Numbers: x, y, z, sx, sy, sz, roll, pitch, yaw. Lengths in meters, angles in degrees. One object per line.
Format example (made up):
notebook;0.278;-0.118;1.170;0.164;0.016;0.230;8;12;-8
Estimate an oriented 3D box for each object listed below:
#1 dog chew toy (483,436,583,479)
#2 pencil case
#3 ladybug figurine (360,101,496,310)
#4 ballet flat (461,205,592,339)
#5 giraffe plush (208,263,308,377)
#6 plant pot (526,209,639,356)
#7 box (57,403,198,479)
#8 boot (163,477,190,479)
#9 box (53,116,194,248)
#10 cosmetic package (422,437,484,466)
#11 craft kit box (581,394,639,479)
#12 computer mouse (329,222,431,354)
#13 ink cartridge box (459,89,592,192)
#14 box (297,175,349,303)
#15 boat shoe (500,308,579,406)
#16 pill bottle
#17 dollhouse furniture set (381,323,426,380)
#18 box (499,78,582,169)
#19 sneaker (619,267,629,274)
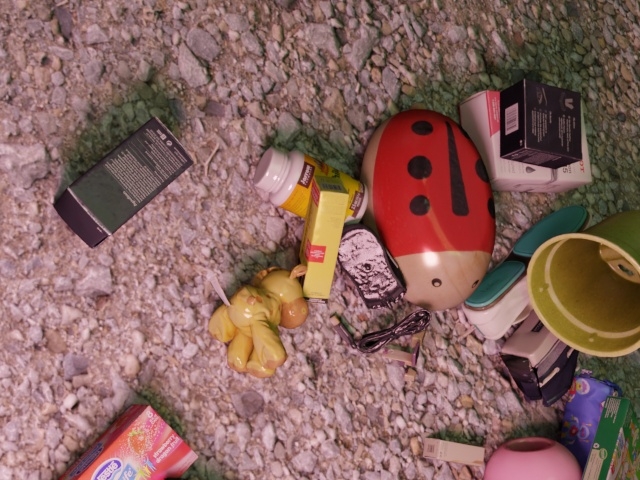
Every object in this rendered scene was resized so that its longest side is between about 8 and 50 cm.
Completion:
dog chew toy;0.448;0.582;1.730;0.206;0.206;0.332;-8;91;-28
pencil case;0.595;0.447;1.860;0.119;0.133;0.306;19;74;-17
ladybug figurine;0.238;-0.084;1.743;0.305;0.162;0.450;-2;75;-26
ballet flat;0.471;0.076;1.885;0.400;0.139;0.139;-39;99;-23
giraffe plush;-0.097;0.126;1.553;0.170;0.181;0.210;-31;113;-40
plant pot;0.618;0.064;1.768;0.253;0.276;0.276;-31;95;-41
box;-0.346;0.406;1.390;0.128;0.122;0.257;49;64;-10
boot;-0.180;0.549;1.393;0.223;0.118;0.338;-56;131;-17
box;-0.345;-0.098;1.468;0.108;0.153;0.207;50;63;-10
cosmetic package;0.276;0.439;1.740;0.115;0.060;0.041;15;75;-22
craft kit box;0.618;0.498;1.751;0.250;0.060;0.247;-59;136;-33
computer mouse;0.085;0.098;1.674;0.184;0.060;0.262;-32;100;16
ink cartridge box;0.472;-0.224;1.931;0.282;0.117;0.207;0;80;-27
box;0.000;0.000;1.595;0.058;0.087;0.232;5;116;-14
boat shoe;0.541;0.224;1.898;0.340;0.127;0.158;-38;115;-28
pill bottle;-0.020;-0.102;1.655;0.214;0.117;0.117;24;70;-21
dollhouse furniture set;0.172;0.219;1.757;0.081;0.091;0.114;12;43;16
box;0.476;-0.248;1.817;0.158;0.093;0.156;8;77;-23
sneaker;0.692;0.111;2.027;0.058;0.052;0.135;45;56;-2
